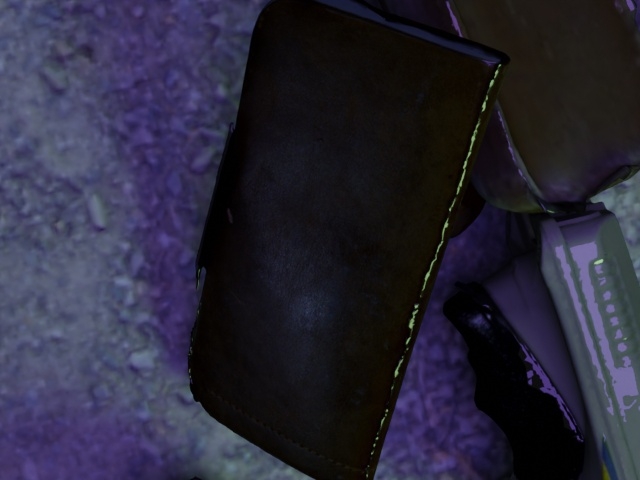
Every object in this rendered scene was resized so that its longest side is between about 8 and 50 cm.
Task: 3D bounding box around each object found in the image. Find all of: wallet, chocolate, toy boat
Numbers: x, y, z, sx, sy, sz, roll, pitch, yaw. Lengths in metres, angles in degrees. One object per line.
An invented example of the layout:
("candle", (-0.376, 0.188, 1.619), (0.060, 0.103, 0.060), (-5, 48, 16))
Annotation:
("wallet", (0.000, 0.000, 0.638), (0.137, 0.031, 0.255), (25, 115, 21))
("chocolate", (0.087, -0.136, 0.667), (0.161, 0.083, 0.261), (-22, 89, -42))
("toy boat", (0.137, 0.111, 0.685), (0.141, 0.141, 0.269), (-5, 97, -9))

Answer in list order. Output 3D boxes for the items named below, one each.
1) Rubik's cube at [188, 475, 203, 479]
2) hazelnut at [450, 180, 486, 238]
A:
("Rubik's cube", (-0.072, 0.187, 0.675), (0.093, 0.111, 0.111), (19, 91, -35))
("hazelnut", (0.056, -0.041, 0.690), (0.086, 0.086, 0.086), (-1, 95, -9))
